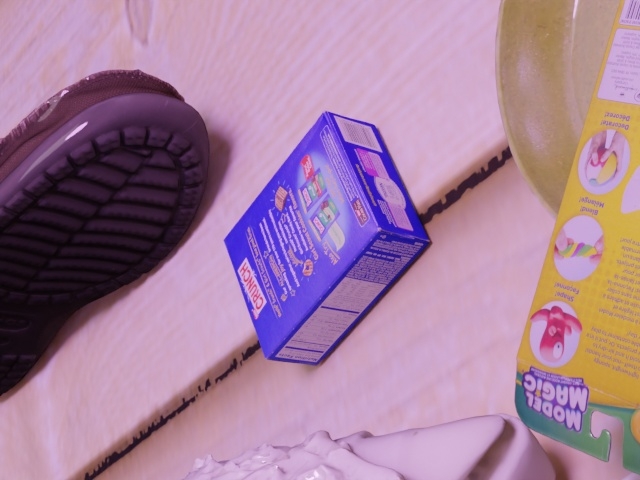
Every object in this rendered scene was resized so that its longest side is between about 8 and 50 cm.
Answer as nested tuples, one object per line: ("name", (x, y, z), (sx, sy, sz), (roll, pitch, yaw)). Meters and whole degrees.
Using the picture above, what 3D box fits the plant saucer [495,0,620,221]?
("plant saucer", (0.171, -0.103, 0.594), (0.241, 0.037, 0.241), (-20, 64, 47))

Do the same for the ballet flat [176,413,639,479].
("ballet flat", (0.089, 0.143, 0.574), (0.409, 0.147, 0.147), (13, 89, 50))

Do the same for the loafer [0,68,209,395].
("loafer", (-0.209, -0.016, 0.972), (0.366, 0.133, 0.130), (-38, 51, 39))

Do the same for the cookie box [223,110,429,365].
("cookie box", (0.000, 0.000, 0.777), (0.107, 0.040, 0.092), (-49, 45, 31))

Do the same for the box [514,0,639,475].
("box", (0.139, 0.000, 0.539), (0.105, 0.043, 0.179), (20, 93, 52))
